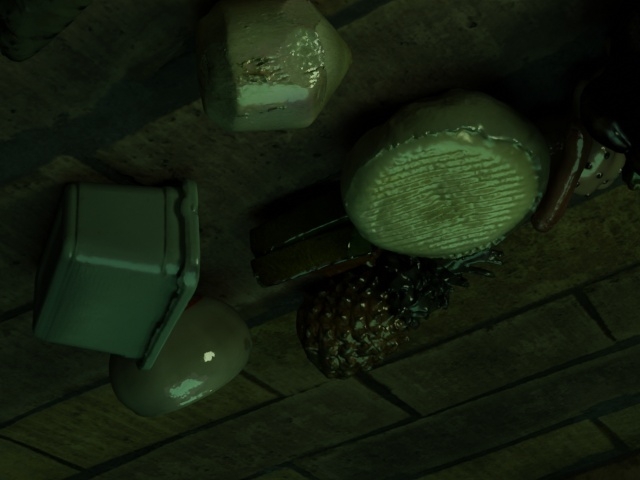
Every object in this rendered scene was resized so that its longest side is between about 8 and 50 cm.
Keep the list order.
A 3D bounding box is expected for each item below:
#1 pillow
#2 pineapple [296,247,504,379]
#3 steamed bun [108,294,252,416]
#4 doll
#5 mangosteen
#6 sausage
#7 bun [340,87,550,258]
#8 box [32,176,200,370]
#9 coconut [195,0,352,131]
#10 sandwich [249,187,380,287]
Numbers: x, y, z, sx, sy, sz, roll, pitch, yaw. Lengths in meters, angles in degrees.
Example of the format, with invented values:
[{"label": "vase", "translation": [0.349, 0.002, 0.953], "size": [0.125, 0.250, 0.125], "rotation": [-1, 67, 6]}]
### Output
[{"label": "pillow", "translation": [-0.293, -0.271, 1.583], "size": [0.241, 0.051, 0.093], "rotation": [-33, 151, 35]}, {"label": "pineapple", "translation": [0.128, 0.088, 2.310], "size": [0.340, 0.169, 0.169], "rotation": [-30, 148, 23]}, {"label": "steamed bun", "translation": [-0.227, 0.163, 2.272], "size": [0.232, 0.145, 0.232], "rotation": [-25, -167, 6]}, {"label": "doll", "translation": [0.387, -0.168, 2.010], "size": [0.154, 0.119, 0.278], "rotation": [3, 138, -29]}, {"label": "mangosteen", "translation": [0.467, -0.208, 1.774], "size": [0.313, 0.297, 0.297], "rotation": [-10, 154, 18]}, {"label": "sausage", "translation": [0.330, -0.087, 1.984], "size": [0.043, 0.043, 0.186], "rotation": [-2, 133, -20]}, {"label": "bun", "translation": [0.164, -0.099, 1.995], "size": [0.287, 0.146, 0.287], "rotation": [-3, 138, -3]}, {"label": "box", "translation": [-0.292, 0.041, 2.043], "size": [0.182, 0.175, 0.312], "rotation": [8, 147, -18]}, {"label": "coconut", "translation": [-0.052, -0.204, 1.686], "size": [0.183, 0.171, 0.171], "rotation": [-6, 151, -6]}, {"label": "sandwich", "translation": [-0.009, 0.003, 2.162], "size": [0.185, 0.109, 0.160], "rotation": [-18, 171, 6]}]
